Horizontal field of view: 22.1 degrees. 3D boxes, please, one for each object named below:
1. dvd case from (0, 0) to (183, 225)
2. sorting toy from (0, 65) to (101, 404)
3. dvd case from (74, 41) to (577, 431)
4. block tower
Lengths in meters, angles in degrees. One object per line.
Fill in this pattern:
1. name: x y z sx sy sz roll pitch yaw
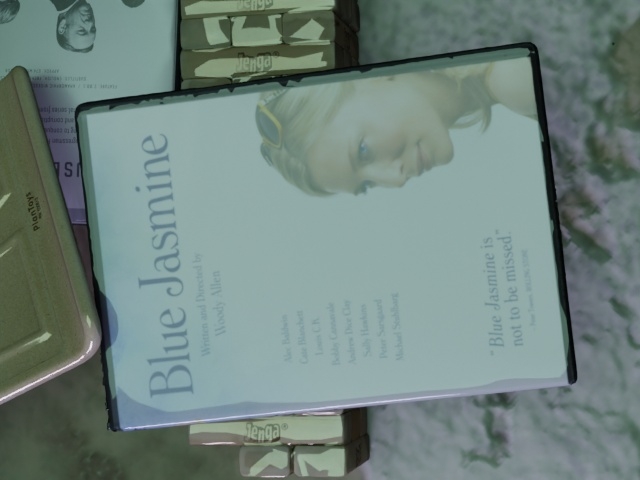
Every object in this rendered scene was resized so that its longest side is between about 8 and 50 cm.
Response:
1. dvd case: -0.169 -0.129 0.990 0.179 0.029 0.238 2 90 10
2. sorting toy: -0.225 0.024 0.939 0.208 0.038 0.193 -29 60 15
3. dvd case: 0.000 0.000 0.870 0.253 0.022 0.180 -7 89 10
4. block tower: -0.025 -0.038 0.931 0.091 0.097 0.335 -2 88 9
